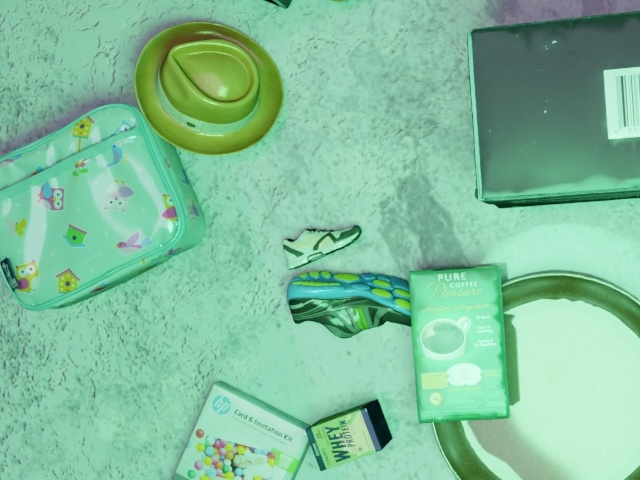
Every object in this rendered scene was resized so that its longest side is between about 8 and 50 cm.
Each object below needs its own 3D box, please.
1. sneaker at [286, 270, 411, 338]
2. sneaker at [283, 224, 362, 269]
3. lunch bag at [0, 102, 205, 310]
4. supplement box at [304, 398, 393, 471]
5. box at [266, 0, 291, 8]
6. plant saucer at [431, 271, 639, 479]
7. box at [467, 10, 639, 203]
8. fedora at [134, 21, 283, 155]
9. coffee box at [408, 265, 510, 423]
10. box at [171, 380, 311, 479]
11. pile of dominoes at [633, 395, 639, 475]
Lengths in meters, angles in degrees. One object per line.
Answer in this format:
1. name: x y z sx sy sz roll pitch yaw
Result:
1. sneaker: 0.050 0.086 1.403 0.188 0.067 0.078 6 120 6
2. sneaker: 0.000 0.000 1.418 0.109 0.040 0.043 -22 84 11
3. lunch bag: -0.312 -0.044 1.451 0.279 0.108 0.224 -24 86 12
4. supplement box: 0.037 0.243 1.390 0.083 0.083 0.056 -22 85 13
5. box: -0.081 -0.421 1.398 0.153 0.108 0.207 23 96 12
6. plant saucer: 0.288 0.193 1.346 0.311 0.050 0.310 0 90 16
7. box: 0.344 -0.136 1.204 0.343 0.312 0.179 -4 89 12
8. fedora: -0.138 -0.202 1.397 0.194 0.079 0.194 3 76 -10
9. coffee box: 0.166 0.124 1.331 0.113 0.040 0.184 -5 89 8
10. box: -0.108 0.299 1.446 0.145 0.038 0.186 25 95 11
11. pile of dominoes: 0.502 0.292 1.325 0.251 0.040 0.196 4 92 20
